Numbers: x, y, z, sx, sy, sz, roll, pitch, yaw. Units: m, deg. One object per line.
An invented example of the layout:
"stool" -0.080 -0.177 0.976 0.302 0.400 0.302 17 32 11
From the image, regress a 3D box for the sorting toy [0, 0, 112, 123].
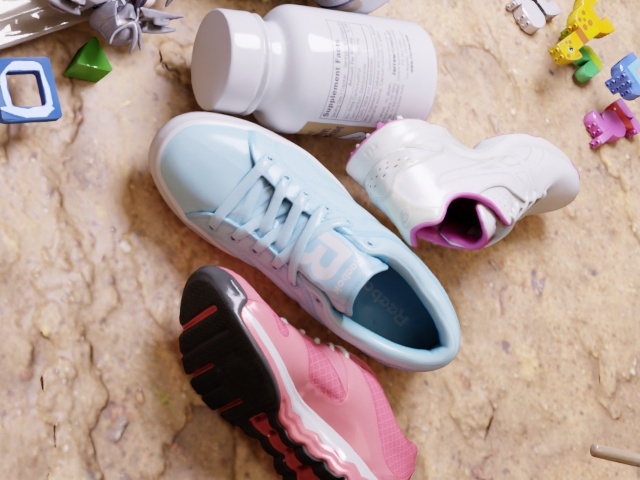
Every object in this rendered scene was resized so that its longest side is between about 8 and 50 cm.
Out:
"sorting toy" -0.323 -0.270 1.394 0.196 0.047 0.348 -26 91 -39

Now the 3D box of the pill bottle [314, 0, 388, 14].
"pill bottle" -0.025 -0.356 1.487 0.264 0.153 0.153 34 60 -34

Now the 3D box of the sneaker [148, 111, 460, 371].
"sneaker" 0.000 0.000 1.406 0.366 0.150 0.135 34 87 -15

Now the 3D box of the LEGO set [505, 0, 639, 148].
"LEGO set" 0.301 -0.208 1.694 0.093 0.087 0.227 -38 93 -32

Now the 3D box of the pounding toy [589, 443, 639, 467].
"pounding toy" 0.276 0.287 1.501 0.269 0.154 0.155 -24 87 -13

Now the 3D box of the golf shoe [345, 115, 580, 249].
"golf shoe" 0.167 -0.041 1.522 0.306 0.115 0.140 2 48 -37

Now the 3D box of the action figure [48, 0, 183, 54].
"action figure" -0.203 -0.313 1.415 0.185 0.099 0.285 17 61 -57

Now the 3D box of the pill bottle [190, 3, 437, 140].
"pill bottle" -0.008 -0.172 1.485 0.229 0.131 0.131 3 73 -28

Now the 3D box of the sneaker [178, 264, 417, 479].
"sneaker" -0.018 0.141 1.412 0.314 0.116 0.136 55 47 -11
